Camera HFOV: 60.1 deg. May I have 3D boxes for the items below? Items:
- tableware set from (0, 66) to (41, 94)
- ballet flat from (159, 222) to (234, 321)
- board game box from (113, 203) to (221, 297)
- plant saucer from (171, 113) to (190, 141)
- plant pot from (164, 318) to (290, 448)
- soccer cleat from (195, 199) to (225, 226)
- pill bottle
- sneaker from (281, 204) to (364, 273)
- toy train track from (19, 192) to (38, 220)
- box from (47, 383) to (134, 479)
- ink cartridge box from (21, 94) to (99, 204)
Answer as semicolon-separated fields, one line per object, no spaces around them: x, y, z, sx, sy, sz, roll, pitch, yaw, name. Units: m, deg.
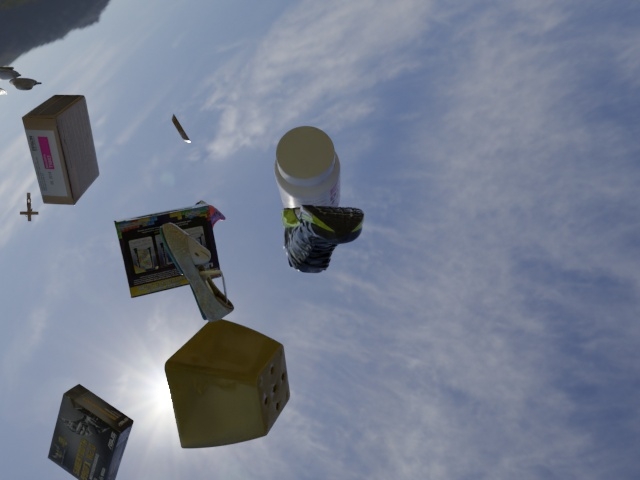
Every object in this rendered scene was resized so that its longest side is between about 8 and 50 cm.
-0.685;-0.337;1.164;0.141;0.020;0.168;-6;178;-4;tableware set
-0.171;0.040;0.791;0.052;0.168;0.057;-19;-154;3;ballet flat
-0.280;0.016;1.025;0.170;0.141;0.048;-12;-166;-21;board game box
-0.362;-0.287;1.428;0.015;0.083;0.083;-31;-146;-6;plant saucer
-0.181;0.309;1.193;0.187;0.212;0.212;1;-160;19;plant pot
-0.455;0.018;1.954;0.318;0.116;0.108;-61;-173;1;soccer cleat
-0.030;-0.156;1.372;0.160;0.283;0.161;-1;-107;2;pill bottle
0.000;0.000;0.991;0.300;0.111;0.121;-177;-91;-76;sneaker
-0.829;-0.096;1.574;0.014;0.048;0.083;-140;-126;-60;toy train track
-0.587;0.506;1.406;0.231;0.183;0.056;-66;168;22;box
-0.662;-0.237;1.429;0.088;0.235;0.193;2;-150;0;ink cartridge box
